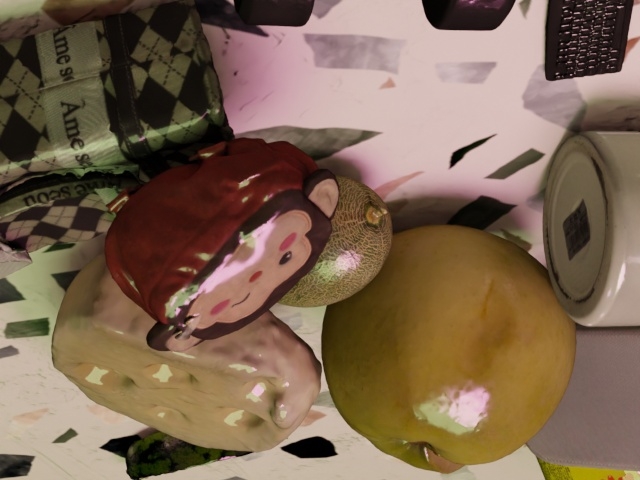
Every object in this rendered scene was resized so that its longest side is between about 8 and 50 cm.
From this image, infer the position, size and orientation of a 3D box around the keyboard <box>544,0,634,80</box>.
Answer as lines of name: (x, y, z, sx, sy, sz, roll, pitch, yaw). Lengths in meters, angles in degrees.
keyboard: (0.252, -0.230, 1.383, 0.087, 0.017, 0.250, -8, 149, -1)

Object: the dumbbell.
dumbbell: (0.042, -0.246, 1.191, 0.218, 0.153, 0.152, 0, 148, -9)

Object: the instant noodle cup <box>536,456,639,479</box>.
instant noodle cup: (0.442, 0.323, 1.985, 0.311, 0.222, 0.311, -15, -172, 2)

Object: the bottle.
bottle: (0.437, -0.017, 1.578, 0.351, 0.229, 0.229, 0, 148, -11)

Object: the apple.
apple: (0.143, 0.126, 1.691, 0.291, 0.254, 0.292, 16, 156, 7)

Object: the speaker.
speaker: (0.426, 0.158, 1.737, 0.184, 0.183, 0.406, -20, -170, -39)

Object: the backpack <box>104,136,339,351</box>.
backpack: (-0.086, -0.001, 1.356, 0.229, 0.139, 0.229, -36, 161, -15)

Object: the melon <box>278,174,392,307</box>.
melon: (0.000, 0.000, 1.592, 0.192, 0.139, 0.139, -26, 144, 36)

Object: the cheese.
cheese: (-0.164, 0.133, 1.718, 0.318, 0.115, 0.326, 1, 150, 31)

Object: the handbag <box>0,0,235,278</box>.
handbag: (-0.273, -0.058, 1.441, 0.416, 0.180, 0.317, -14, 156, 3)

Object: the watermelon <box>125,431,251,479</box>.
watermelon: (-0.173, 0.297, 2.123, 0.245, 0.063, 0.119, -16, 166, 5)
